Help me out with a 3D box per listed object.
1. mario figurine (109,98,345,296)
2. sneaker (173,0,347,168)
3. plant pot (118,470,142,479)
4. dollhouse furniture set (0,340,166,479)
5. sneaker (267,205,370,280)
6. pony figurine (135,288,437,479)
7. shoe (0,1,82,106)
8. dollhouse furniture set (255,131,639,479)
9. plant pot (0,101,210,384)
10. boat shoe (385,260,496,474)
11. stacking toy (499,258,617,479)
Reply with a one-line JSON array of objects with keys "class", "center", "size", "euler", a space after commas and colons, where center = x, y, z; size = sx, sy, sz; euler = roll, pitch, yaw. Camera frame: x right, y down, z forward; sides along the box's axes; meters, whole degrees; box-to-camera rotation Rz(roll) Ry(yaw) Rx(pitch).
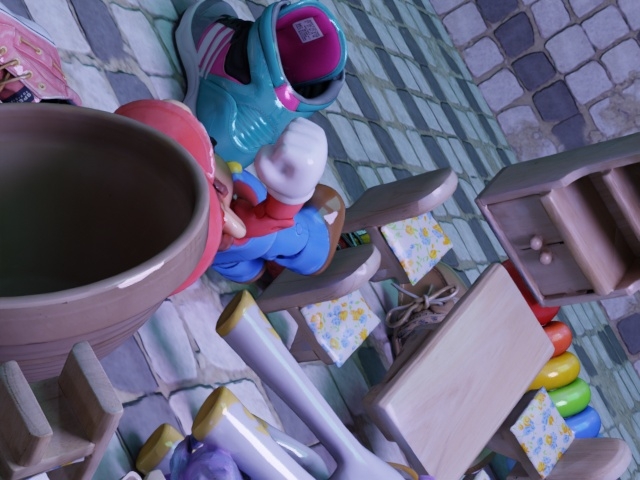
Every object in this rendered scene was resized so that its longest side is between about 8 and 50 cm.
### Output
[{"class": "mario figurine", "center": [-0.086, -0.049, 1.045], "size": [0.170, 0.198, 0.320], "euler": [51, 10, 16]}, {"class": "sneaker", "center": [-0.062, -0.203, 1.410], "size": [0.124, 0.178, 0.295], "euler": [45, 24, -35]}, {"class": "plant pot", "center": [-0.134, 0.214, 0.747], "size": [0.109, 0.096, 0.109], "euler": [59, 20, -2]}, {"class": "dollhouse furniture set", "center": [-0.169, 0.199, 0.585], "size": [0.212, 0.161, 0.242], "euler": [-14, 59, -36]}, {"class": "sneaker", "center": [0.000, 0.000, 1.393], "size": [0.088, 0.093, 0.225], "euler": [60, 21, -1]}, {"class": "pony figurine", "center": [0.044, 0.229, 0.970], "size": [0.363, 0.303, 0.351], "euler": [39, 15, -11]}, {"class": "shoe", "center": [-0.249, -0.137, 1.028], "size": [0.081, 0.063, 0.178], "euler": [59, 14, 15]}, {"class": "dollhouse furniture set", "center": [0.214, 0.075, 1.305], "size": [0.394, 0.256, 0.362], "euler": [-46, 109, -35]}, {"class": "plant pot", "center": [-0.188, 0.014, 0.815], "size": [0.237, 0.237, 0.109], "euler": [-89, -177, -57]}, {"class": "boat shoe", "center": [0.137, 0.127, 1.525], "size": [0.089, 0.105, 0.285], "euler": [43, 25, -45]}, {"class": "stacking toy", "center": [0.263, 0.180, 1.559], "size": [0.141, 0.141, 0.330], "euler": [-31, 109, -71]}]
